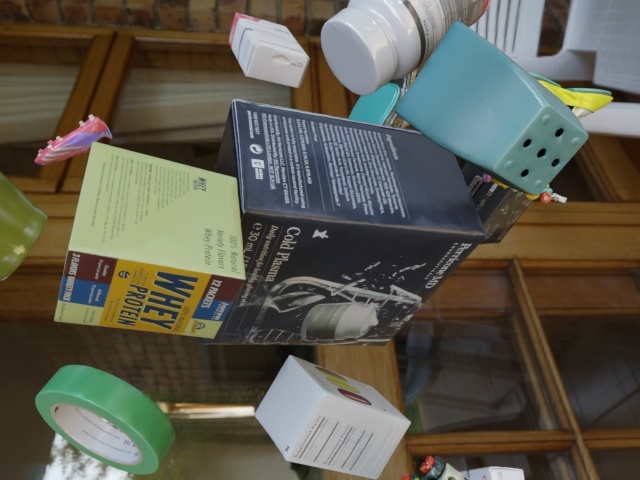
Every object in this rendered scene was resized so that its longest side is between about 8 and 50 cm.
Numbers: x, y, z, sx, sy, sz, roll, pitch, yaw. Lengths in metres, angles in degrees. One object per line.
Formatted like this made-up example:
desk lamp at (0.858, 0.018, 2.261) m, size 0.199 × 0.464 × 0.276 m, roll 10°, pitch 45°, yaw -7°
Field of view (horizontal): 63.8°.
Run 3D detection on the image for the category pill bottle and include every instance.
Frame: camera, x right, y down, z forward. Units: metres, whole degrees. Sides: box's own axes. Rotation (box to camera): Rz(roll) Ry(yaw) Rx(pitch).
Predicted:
pill bottle at (0.146, -0.382, 0.883) m, size 0.161 × 0.283 × 0.161 m, roll 44°, pitch 162°, yaw 18°

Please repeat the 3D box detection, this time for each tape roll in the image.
tape roll at (-0.500, 0.423, 1.201) m, size 0.077 × 0.320 × 0.322 m, roll -63°, pitch -16°, yaw -47°

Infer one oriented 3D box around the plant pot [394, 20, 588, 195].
plant pot at (0.260, -0.181, 0.767) m, size 0.166 × 0.165 × 0.234 m, roll -54°, pitch 35°, yaw 22°

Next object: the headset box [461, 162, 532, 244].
headset box at (0.439, -0.122, 1.305) m, size 0.131 × 0.283 × 0.247 m, roll 43°, pitch 115°, yaw 26°

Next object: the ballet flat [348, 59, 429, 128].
ballet flat at (0.214, -0.430, 1.416) m, size 0.164 × 0.181 × 0.484 m, roll 26°, pitch 100°, yaw 48°

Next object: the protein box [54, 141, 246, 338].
protein box at (-0.223, 0.003, 0.690) m, size 0.136 × 0.201 × 0.200 m, roll -57°, pitch 32°, yaw 37°

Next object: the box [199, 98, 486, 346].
box at (0.000, 0.000, 1.125) m, size 0.480 × 0.470 × 0.298 m, roll 118°, pitch 148°, yaw -48°

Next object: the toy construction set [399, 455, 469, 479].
toy construction set at (0.155, 0.482, 0.828) m, size 0.215 × 0.151 × 0.327 m, roll -44°, pitch 0°, yaw -41°

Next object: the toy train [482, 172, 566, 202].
toy train at (0.382, -0.121, 0.976) m, size 0.166 × 0.125 × 0.046 m, roll 33°, pitch 120°, yaw 42°

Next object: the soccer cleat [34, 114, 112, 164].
soccer cleat at (-0.790, -0.302, 1.645) m, size 0.095 × 0.248 × 0.083 m, roll 57°, pitch 173°, yaw -35°

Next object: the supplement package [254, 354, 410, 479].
supplement package at (0.025, 0.335, 0.967) m, size 0.139 × 0.244 × 0.134 m, roll 31°, pitch 90°, yaw 52°

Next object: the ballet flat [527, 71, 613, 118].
ballet flat at (0.438, -0.253, 0.952) m, size 0.077 × 0.230 × 0.078 m, roll -151°, pitch 67°, yaw -65°

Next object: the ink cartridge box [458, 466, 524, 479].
ink cartridge box at (0.399, 0.660, 1.263) m, size 0.237 × 0.100 × 0.172 m, roll 124°, pitch 153°, yaw -57°

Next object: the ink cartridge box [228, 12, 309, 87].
ink cartridge box at (-0.141, -0.507, 1.372) m, size 0.092 × 0.158 × 0.218 m, roll -66°, pitch 34°, yaw 33°

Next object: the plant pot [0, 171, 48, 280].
plant pot at (-0.979, -0.070, 1.413) m, size 0.353 × 0.366 × 0.367 m, roll 39°, pitch -146°, yaw -34°
